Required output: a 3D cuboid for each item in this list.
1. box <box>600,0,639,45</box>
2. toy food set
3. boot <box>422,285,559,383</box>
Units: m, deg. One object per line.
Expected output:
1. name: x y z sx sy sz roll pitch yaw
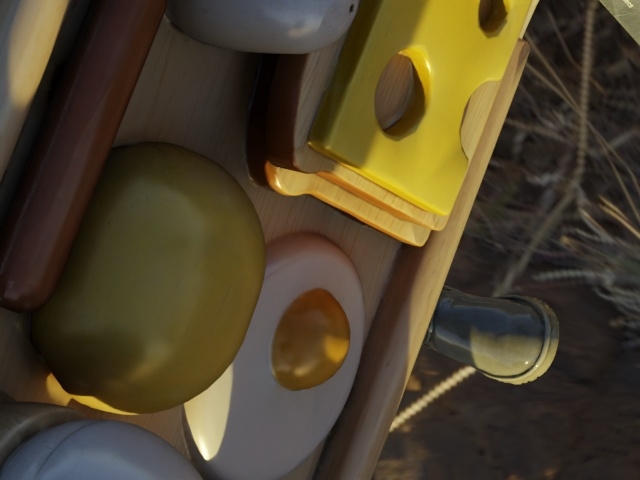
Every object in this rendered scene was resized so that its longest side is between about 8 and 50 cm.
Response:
1. box: 0.260 -0.199 1.426 0.059 0.233 0.183 -32 37 24
2. toy food set: 0.000 0.000 0.506 0.092 0.220 0.306 18 85 38
3. boot: 0.052 0.057 1.470 0.190 0.208 0.076 5 81 54
